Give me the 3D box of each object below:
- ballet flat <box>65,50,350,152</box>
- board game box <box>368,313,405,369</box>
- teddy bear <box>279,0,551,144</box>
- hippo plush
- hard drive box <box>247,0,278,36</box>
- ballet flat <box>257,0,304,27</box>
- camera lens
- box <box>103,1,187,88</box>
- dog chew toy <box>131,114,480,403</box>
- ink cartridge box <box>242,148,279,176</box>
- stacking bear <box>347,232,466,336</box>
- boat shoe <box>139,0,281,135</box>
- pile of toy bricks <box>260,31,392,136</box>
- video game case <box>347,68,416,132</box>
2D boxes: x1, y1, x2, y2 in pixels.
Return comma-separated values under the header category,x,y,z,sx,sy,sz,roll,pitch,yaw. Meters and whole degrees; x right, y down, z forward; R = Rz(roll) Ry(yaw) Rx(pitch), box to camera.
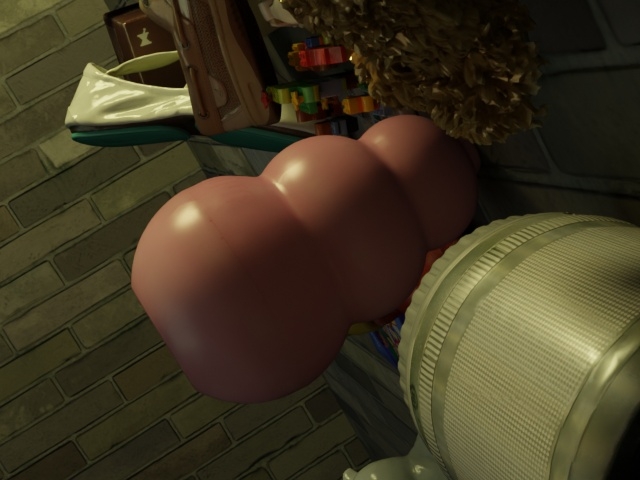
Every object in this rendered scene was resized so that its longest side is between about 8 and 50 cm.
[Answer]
category,x,y,z,sx,sy,sz,roll,pitch,yaw
ballet flat,-0.155,-0.188,1.318,0.139,0.400,0.139,4,-90,-72
board game box,0.086,0.041,1.352,0.347,0.078,0.233,63,169,-24
teddy bear,-0.018,-0.169,0.475,0.338,0.113,0.245,48,-177,-45
hippo plush,0.171,0.376,1.483,0.294,0.236,0.234,63,169,-27
hard drive box,-0.129,-0.335,1.239,0.181,0.089,0.232,60,170,-16
ballet flat,-0.023,-0.250,1.009,0.091,0.077,0.241,60,171,-16
camera lens,0.189,0.104,0.616,0.219,0.219,0.274,62,169,-19
box,-0.211,-0.281,1.506,0.203,0.168,0.167,-141,32,-65
dog chew toy,0.000,0.000,0.903,0.206,0.332,0.206,55,170,14
ink cartridge box,-0.059,-0.168,1.576,0.181,0.056,0.225,58,152,5
stacking bear,0.042,0.032,1.121,0.289,0.164,0.175,0,125,30
boat shoe,-0.142,-0.264,1.061,0.121,0.110,0.341,-83,-23,-60
pile of toy bricks,-0.011,-0.161,1.053,0.212,0.105,0.118,-151,49,-68
video game case,0.084,-0.107,1.087,0.157,0.019,0.143,64,169,-24
